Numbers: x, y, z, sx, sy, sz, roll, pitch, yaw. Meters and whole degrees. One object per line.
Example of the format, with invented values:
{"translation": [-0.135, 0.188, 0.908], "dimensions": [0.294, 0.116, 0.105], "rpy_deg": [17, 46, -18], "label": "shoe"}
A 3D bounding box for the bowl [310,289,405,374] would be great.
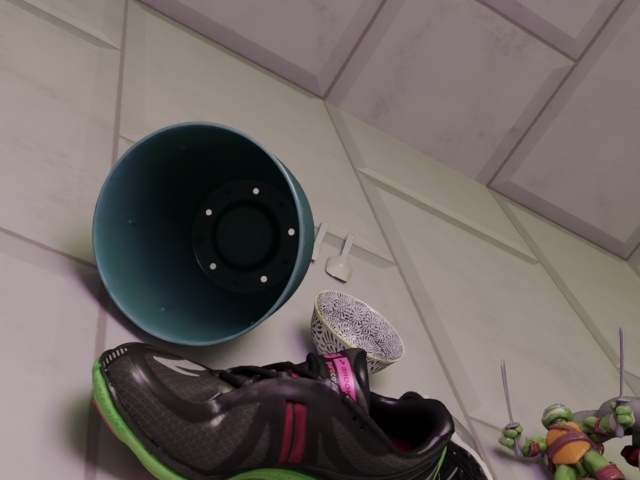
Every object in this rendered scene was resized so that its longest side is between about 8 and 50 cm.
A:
{"translation": [0.044, 0.163, 1.448], "dimensions": [0.170, 0.080, 0.170], "rpy_deg": [29, 20, -12], "label": "bowl"}

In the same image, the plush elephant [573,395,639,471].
{"translation": [0.595, 0.390, 1.540], "dimensions": [0.272, 0.330, 0.255], "rpy_deg": [41, 39, -1], "label": "plush elephant"}

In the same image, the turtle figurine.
{"translation": [0.396, 0.319, 1.447], "dimensions": [0.197, 0.275, 0.266], "rpy_deg": [3, 35, -10], "label": "turtle figurine"}

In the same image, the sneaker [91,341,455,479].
{"translation": [-0.043, 0.194, 1.079], "dimensions": [0.482, 0.202, 0.185], "rpy_deg": [21, 24, -32], "label": "sneaker"}

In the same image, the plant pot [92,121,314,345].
{"translation": [-0.139, -0.009, 1.297], "dimensions": [0.293, 0.293, 0.235], "rpy_deg": [37, 8, 10], "label": "plant pot"}

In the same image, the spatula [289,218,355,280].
{"translation": [0.000, 0.000, 1.840], "dimensions": [0.168, 0.019, 0.242], "rpy_deg": [27, 20, -1], "label": "spatula"}

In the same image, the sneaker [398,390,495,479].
{"translation": [0.201, 0.325, 1.303], "dimensions": [0.108, 0.100, 0.271], "rpy_deg": [25, 22, -35], "label": "sneaker"}
